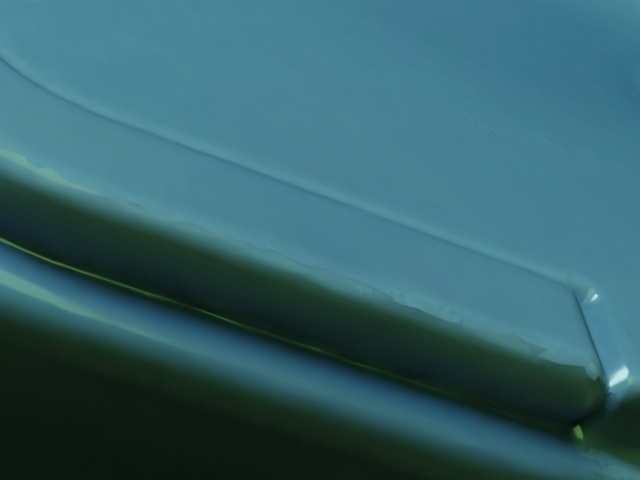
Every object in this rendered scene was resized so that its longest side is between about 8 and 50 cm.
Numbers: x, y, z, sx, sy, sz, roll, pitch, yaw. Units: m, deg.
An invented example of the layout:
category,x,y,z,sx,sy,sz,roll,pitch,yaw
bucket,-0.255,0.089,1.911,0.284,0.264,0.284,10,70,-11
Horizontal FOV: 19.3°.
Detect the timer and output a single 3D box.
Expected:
category,x,y,z,sx,sy,sz,roll,pitch,yaw
timer,0.000,0.000,0.572,0.395,0.173,0.395,23,26,-12
